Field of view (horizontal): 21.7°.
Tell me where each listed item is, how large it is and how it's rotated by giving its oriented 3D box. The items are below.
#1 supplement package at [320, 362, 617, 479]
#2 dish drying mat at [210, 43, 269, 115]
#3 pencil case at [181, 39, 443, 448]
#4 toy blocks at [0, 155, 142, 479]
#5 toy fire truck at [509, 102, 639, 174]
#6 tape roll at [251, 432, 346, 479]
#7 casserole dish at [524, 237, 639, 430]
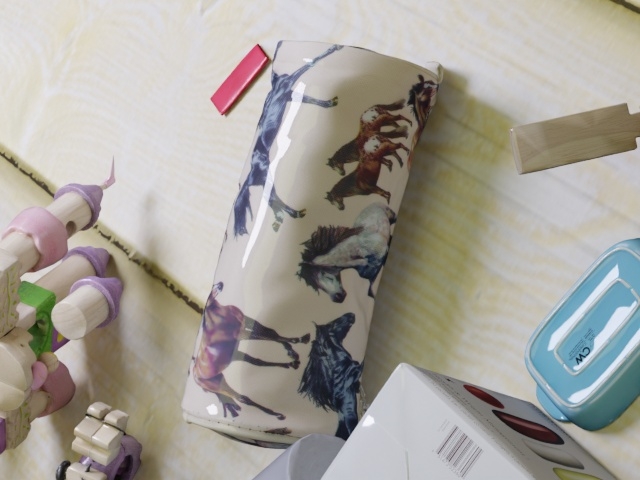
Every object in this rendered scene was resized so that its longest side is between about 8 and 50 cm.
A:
[{"bbox_3d":[0.143,0.229,1.389,0.194,0.203,0.149,43,104,38],"label":"supplement package"},{"bbox_3d":[-0.088,-0.176,1.832,0.083,0.008,0.032,-49,51,18],"label":"dish drying mat"},{"bbox_3d":[0.000,0.000,1.604,0.160,0.183,0.410,2,76,62],"label":"pencil case"},{"bbox_3d":[-0.287,0.085,1.805,0.309,0.260,0.289,20,120,18],"label":"toy blocks"},{"bbox_3d":[0.298,-0.052,1.399,0.246,0.158,0.217,-15,68,48],"label":"toy fire truck"},{"bbox_3d":[0.028,0.276,1.457,0.072,0.219,0.219,-43,54,22],"label":"tape roll"},{"bbox_3d":[0.249,0.079,1.459,0.188,0.037,0.114,-51,51,16],"label":"casserole dish"}]
